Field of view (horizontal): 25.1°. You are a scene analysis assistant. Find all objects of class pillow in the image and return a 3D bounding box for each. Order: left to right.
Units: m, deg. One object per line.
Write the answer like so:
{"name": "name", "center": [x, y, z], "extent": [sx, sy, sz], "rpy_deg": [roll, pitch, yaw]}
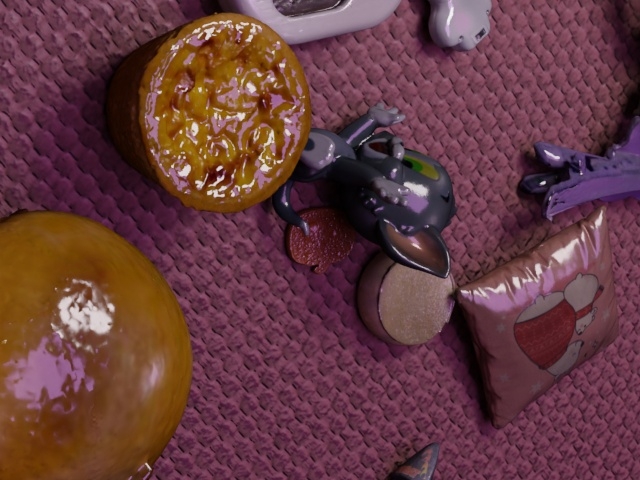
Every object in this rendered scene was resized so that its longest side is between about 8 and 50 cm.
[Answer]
{"name": "pillow", "center": [0.280, 0.094, 1.792], "extent": [0.236, 0.084, 0.223], "rpy_deg": [-33, 126, -18]}

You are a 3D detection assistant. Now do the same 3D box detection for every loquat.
{"name": "loquat", "center": [-0.268, 0.144, 1.323], "extent": [0.328, 0.328, 0.360], "rpy_deg": [-20, 83, -28]}

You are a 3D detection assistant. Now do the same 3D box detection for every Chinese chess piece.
{"name": "Chinese chess piece", "center": [0.101, 0.065, 1.712], "extent": [0.122, 0.051, 0.122], "rpy_deg": [-6, 101, -33]}

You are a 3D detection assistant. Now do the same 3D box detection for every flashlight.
{"name": "flashlight", "center": [0.131, -0.312, 1.680], "extent": [0.093, 0.047, 0.200], "rpy_deg": [-45, 115, -26]}

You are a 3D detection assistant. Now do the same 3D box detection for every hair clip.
{"name": "hair clip", "center": [0.371, -0.093, 1.822], "extent": [0.278, 0.090, 0.137], "rpy_deg": [-10, 131, -30]}

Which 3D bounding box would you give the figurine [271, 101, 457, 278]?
{"name": "figurine", "center": [0.038, -0.061, 1.593], "extent": [0.265, 0.193, 0.140], "rpy_deg": [5, 117, -15]}

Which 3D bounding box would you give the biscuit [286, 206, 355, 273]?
{"name": "biscuit", "center": [0.000, 0.000, 1.660], "extent": [0.091, 0.015, 0.078], "rpy_deg": [-1, 99, -32]}

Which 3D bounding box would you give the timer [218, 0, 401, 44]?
{"name": "timer", "center": [-0.019, -0.349, 1.557], "extent": [0.237, 0.087, 0.262], "rpy_deg": [-16, 105, -30]}

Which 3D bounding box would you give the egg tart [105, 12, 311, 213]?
{"name": "egg tart", "center": [-0.123, -0.133, 1.486], "extent": [0.202, 0.147, 0.203], "rpy_deg": [-4, 98, -30]}

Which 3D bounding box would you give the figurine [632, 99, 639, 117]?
{"name": "figurine", "center": [0.513, -0.272, 1.849], "extent": [0.167, 0.342, 0.285], "rpy_deg": [16, 85, 12]}

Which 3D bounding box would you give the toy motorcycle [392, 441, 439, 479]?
{"name": "toy motorcycle", "center": [0.067, 0.389, 1.705], "extent": [0.307, 0.108, 0.173], "rpy_deg": [-42, 111, -23]}
